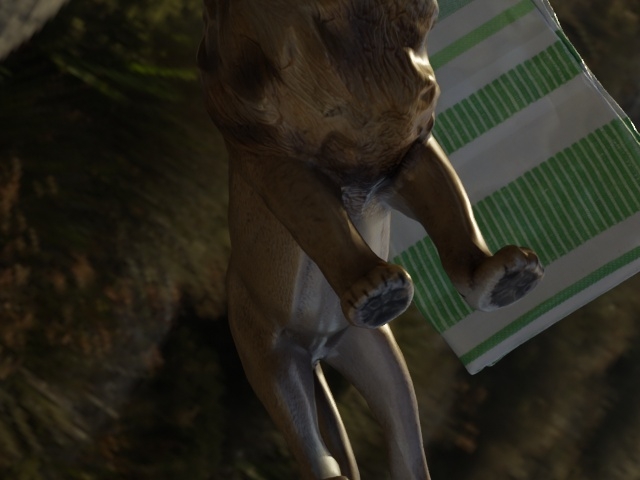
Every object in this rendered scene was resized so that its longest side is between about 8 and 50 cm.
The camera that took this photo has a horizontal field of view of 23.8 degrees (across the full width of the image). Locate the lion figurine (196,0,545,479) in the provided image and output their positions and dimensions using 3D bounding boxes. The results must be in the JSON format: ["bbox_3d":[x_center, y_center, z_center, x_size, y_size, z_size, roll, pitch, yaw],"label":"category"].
[{"bbox_3d":[0.000,0.000,0.800,0.142,0.240,0.392,-11,140,-26],"label":"lion figurine"}]

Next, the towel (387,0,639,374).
[{"bbox_3d":[0.136,-0.079,1.305,0.248,0.325,0.038,-34,176,4],"label":"towel"}]
